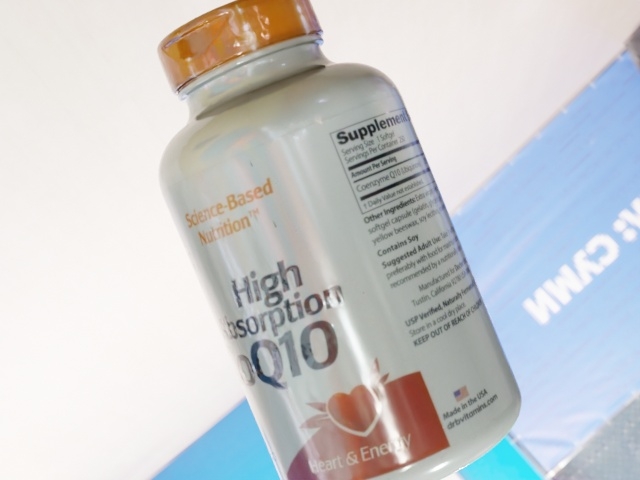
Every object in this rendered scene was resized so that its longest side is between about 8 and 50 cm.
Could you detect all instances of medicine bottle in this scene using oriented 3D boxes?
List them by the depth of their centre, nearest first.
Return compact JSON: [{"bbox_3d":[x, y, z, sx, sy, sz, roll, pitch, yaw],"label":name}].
[{"bbox_3d":[0.000,0.000,0.591,0.157,0.289,0.157,-23,-177,1],"label":"medicine bottle"}]
